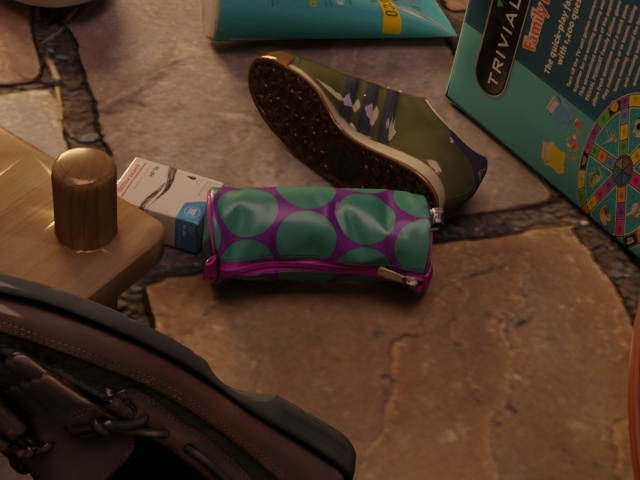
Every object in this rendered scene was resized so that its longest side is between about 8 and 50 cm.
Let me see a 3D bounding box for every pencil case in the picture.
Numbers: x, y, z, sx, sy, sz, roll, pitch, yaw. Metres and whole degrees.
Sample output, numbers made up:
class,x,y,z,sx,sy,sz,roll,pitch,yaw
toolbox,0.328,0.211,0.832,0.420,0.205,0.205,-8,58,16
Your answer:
class,x,y,z,sx,sy,sz,roll,pitch,yaw
pencil case,0.000,0.000,0.795,0.152,0.064,0.070,2,45,-6

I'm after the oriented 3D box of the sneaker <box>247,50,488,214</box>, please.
class,x,y,z,sx,sy,sz,roll,pitch,yaw
sneaker,0.039,-0.082,0.897,0.086,0.064,0.192,-26,54,-38

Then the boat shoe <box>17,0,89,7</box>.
class,x,y,z,sx,sy,sz,roll,pitch,yaw
boat shoe,-0.275,-0.323,1.065,0.121,0.119,0.335,-16,47,-25

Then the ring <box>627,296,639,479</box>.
class,x,y,z,sx,sy,sz,roll,pitch,yaw
ring,0.290,0.079,0.627,0.337,0.032,0.336,2,86,-23

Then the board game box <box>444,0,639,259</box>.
class,x,y,z,sx,sy,sz,roll,pitch,yaw
board game box,0.239,-0.120,0.822,0.079,0.253,0.336,-20,49,-30

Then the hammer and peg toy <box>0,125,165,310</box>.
class,x,y,z,sx,sy,sz,roll,pitch,yaw
hammer and peg toy,-0.287,0.040,0.663,0.266,0.127,0.361,29,47,20

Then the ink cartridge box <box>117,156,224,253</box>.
class,x,y,z,sx,sy,sz,roll,pitch,yaw
ink cartridge box,-0.113,-0.027,0.834,0.083,0.028,0.048,16,42,10

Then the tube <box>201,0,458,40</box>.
class,x,y,z,sx,sy,sz,roll,pitch,yaw
tube,0.007,-0.192,1.025,0.207,0.052,0.080,-3,50,-20

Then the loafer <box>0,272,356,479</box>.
class,x,y,z,sx,sy,sz,roll,pitch,yaw
loafer,-0.089,0.096,0.583,0.267,0.096,0.084,29,54,-31
